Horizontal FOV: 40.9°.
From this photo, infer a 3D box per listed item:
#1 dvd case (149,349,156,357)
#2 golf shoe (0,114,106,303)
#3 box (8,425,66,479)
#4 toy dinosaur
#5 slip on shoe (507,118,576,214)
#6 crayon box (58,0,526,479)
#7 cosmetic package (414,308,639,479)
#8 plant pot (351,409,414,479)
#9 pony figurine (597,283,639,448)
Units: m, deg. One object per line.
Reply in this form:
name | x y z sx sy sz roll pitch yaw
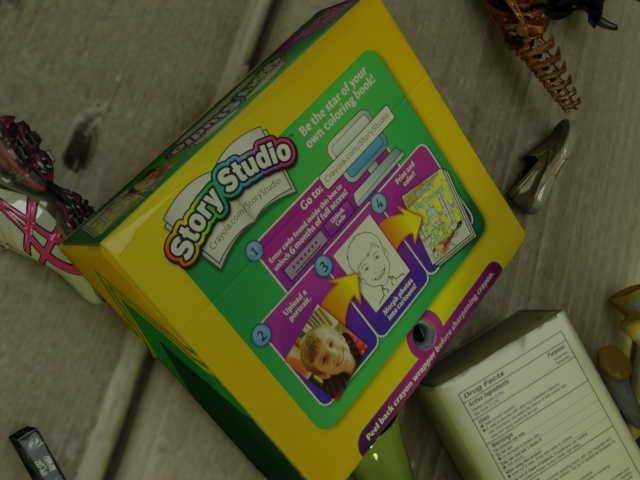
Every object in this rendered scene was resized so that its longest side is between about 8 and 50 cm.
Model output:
dvd case | -0.123 0.050 0.828 0.119 0.013 0.087 -21 90 -28
golf shoe | -0.250 -0.016 0.759 0.086 0.067 0.186 -28 108 13
box | -0.230 0.196 0.718 0.018 0.067 0.083 -30 93 -28
toy dinosaur | 0.263 -0.319 1.040 0.218 0.164 0.322 -9 103 -13
slip on shoe | 0.264 -0.095 1.028 0.041 0.051 0.135 31 74 -5
crayon box | 0.000 0.000 0.815 0.363 0.106 0.313 -48 113 -26
cosmetic package | 0.239 0.242 0.886 0.160 0.113 0.309 -28 90 -11
plant pot | 0.056 0.214 0.853 0.083 0.083 0.079 -34 107 -27
pony figurine | 0.465 0.215 0.909 0.302 0.351 0.363 -29 89 -16
